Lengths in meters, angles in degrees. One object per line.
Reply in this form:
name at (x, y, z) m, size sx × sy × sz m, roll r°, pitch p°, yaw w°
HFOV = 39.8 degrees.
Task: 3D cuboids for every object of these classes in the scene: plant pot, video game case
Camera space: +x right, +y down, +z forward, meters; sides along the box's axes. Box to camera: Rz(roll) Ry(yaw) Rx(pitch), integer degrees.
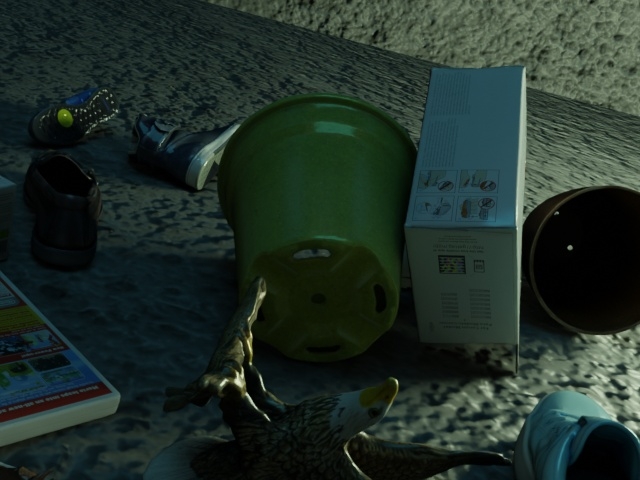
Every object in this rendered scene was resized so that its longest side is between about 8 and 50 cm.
plant pot at (0.391, 0.010, 1.354) m, size 0.215 × 0.216 × 0.230 m, roll 12°, pitch 9°, yaw -6°
video game case at (-0.357, 0.099, 0.857) m, size 0.285 × 0.025 × 0.204 m, roll 35°, pitch 27°, yaw 33°
plant pot at (0.000, 0.000, 1.077) m, size 0.275 × 0.276 × 0.254 m, roll 11°, pitch 34°, yaw -8°

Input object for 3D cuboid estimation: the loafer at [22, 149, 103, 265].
loafer at (-0.342, -0.071, 1.199) m, size 0.109 × 0.095 × 0.302 m, roll 5°, pitch 25°, yaw -21°

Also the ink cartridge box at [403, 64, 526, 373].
ink cartridge box at (0.198, -0.026, 1.145) m, size 0.130 × 0.272 × 0.310 m, roll 1°, pitch 45°, yaw 14°

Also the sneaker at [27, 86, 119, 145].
sneaker at (-0.435, -0.206, 1.515) m, size 0.082 × 0.069 × 0.209 m, roll -11°, pitch 19°, yaw 30°

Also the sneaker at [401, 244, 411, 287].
sneaker at (0.147, 0.017, 1.295) m, size 0.234 × 0.095 × 0.090 m, roll 9°, pitch 25°, yaw -9°

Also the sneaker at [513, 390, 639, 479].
sneaker at (0.265, 0.218, 0.832) m, size 0.135 × 0.150 × 0.366 m, roll 17°, pitch 23°, yaw 4°

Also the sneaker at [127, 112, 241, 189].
sneaker at (-0.230, -0.172, 1.510) m, size 0.163 × 0.086 × 0.226 m, roll 22°, pitch 25°, yaw 10°

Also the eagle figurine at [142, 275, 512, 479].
eagle figurine at (0.015, 0.192, 0.758) m, size 0.298 × 0.225 × 0.226 m, roll 42°, pitch 66°, yaw -9°

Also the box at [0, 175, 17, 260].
box at (-0.480, -0.050, 1.058) m, size 0.203 × 0.103 × 0.114 m, roll 26°, pitch 25°, yaw 25°

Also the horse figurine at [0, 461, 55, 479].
horse figurine at (-0.321, 0.221, 0.585) m, size 0.174 × 0.066 × 0.263 m, roll 13°, pitch 20°, yaw 12°
